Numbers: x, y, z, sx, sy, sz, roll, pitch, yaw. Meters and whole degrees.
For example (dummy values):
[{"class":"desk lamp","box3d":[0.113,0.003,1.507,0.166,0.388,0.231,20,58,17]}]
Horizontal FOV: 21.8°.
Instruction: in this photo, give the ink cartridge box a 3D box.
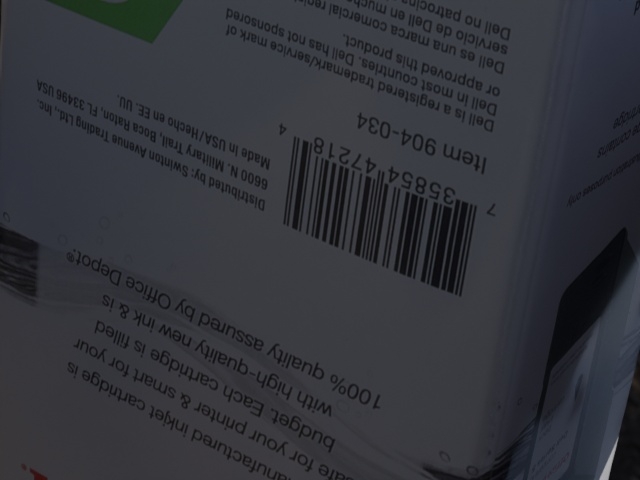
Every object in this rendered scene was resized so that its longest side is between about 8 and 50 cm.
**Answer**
[{"class":"ink cartridge box","box3d":[0.000,0.000,0.543,0.198,0.273,0.115,24,32,28]}]
